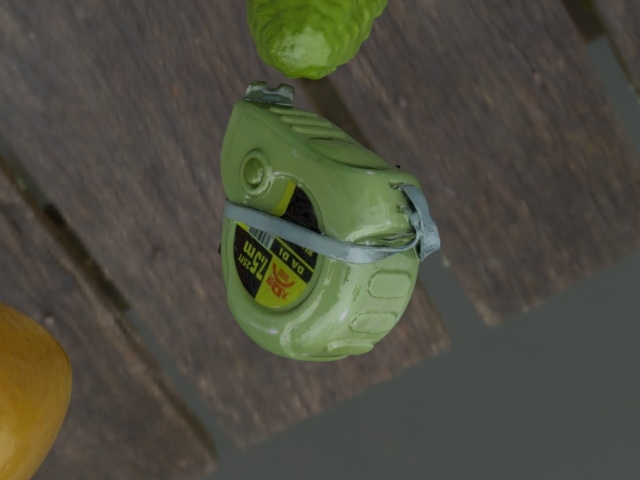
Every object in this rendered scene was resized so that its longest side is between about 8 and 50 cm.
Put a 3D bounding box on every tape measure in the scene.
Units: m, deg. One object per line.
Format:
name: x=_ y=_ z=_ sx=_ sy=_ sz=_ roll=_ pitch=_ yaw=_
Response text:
tape measure: x=0.000 y=0.000 z=1.175 sx=0.087 sy=0.177 sz=0.154 roll=7 pitch=109 yaw=-40

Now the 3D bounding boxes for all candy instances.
candy: x=-0.002 y=-0.157 z=1.169 sx=0.096 sy=0.209 sz=0.097 roll=3 pitch=118 yaw=6

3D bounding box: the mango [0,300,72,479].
mango: x=-0.216 y=0.088 z=0.698 sx=0.257 sy=0.138 sz=0.187 roll=-28 pitch=132 yaw=-14
